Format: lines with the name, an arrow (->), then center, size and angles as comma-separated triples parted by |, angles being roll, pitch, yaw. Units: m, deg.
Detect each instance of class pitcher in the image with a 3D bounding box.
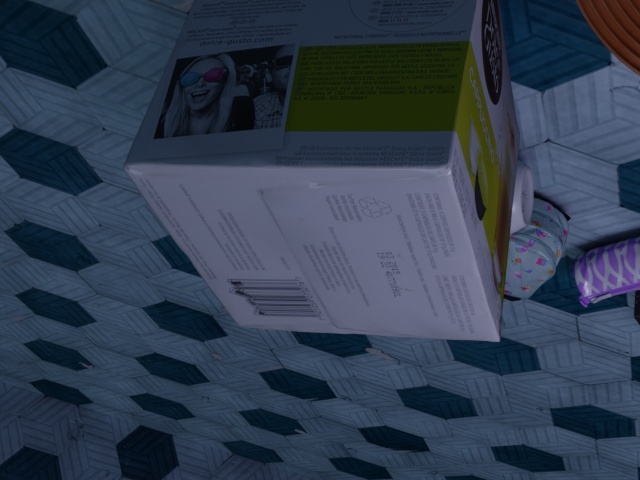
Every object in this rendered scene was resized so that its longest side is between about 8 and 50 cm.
pitcher -> 0.201, -0.063, 1.286 | 0.207, 0.125, 0.178 | 2, 178, 26

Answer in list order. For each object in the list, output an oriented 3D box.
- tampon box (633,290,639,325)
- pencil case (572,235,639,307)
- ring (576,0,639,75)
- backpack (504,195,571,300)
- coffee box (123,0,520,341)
tampon box -> 0.577, 0.110, 1.396 | 0.120, 0.101, 0.161 | -10, 140, 37
pencil case -> 0.477, 0.039, 1.341 | 0.086, 0.088, 0.206 | 38, 142, -25
ring -> 0.364, -0.272, 0.721 | 0.337, 0.032, 0.336 | 6, 108, 20
backpack -> 0.301, 0.015, 1.355 | 0.152, 0.115, 0.182 | 22, 147, -6
coffee box -> 0.038, -0.110, 1.048 | 0.338, 0.334, 0.337 | 1, 146, 20
